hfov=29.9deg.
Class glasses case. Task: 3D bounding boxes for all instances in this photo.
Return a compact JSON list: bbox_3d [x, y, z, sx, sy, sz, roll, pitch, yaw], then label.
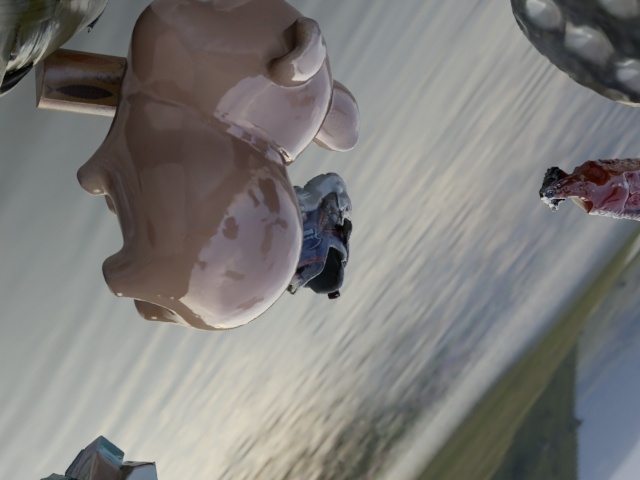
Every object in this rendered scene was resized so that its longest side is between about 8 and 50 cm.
[{"bbox_3d":[-0.208,-0.163,1.244,0.169,0.065,0.041,5,153,-26],"label":"glasses case"}]

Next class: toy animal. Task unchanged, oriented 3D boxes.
[{"bbox_3d":[-0.094,-0.083,1.117,0.269,0.326,0.237,-20,159,5],"label":"toy animal"}]

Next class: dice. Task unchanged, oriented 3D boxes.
[{"bbox_3d":[0.293,-0.246,1.081,0.183,0.182,0.181,-45,167,-29],"label":"dice"}]

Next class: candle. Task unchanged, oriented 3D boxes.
[{"bbox_3d":[0.303,-0.044,1.134,0.301,0.084,0.059,-2,152,-42],"label":"candle"}]

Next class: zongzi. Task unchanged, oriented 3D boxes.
[{"bbox_3d":[-0.245,-0.296,1.078,0.289,0.123,0.260,-64,176,33],"label":"zongzi"}]

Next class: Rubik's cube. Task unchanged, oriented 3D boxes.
[{"bbox_3d":[-0.137,0.162,0.706,0.073,0.084,0.075,-9,163,-33],"label":"Rubik's cube"}]

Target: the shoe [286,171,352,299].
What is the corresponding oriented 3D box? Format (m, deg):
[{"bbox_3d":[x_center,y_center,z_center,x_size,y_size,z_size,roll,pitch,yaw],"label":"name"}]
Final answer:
[{"bbox_3d":[0.000,0.000,1.361,0.099,0.125,0.227,-46,170,24],"label":"shoe"}]
